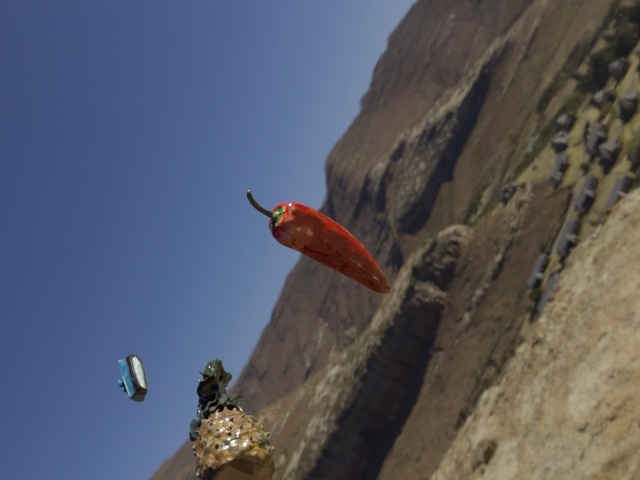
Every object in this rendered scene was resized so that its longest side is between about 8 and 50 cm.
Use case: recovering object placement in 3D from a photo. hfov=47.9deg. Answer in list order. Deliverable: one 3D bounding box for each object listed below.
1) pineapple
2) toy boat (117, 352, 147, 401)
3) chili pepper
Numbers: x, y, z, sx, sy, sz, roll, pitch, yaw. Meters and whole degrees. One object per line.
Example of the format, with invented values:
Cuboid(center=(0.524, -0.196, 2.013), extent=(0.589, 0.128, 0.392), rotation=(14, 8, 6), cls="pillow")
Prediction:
Cuboid(center=(-0.177, 0.335, 1.329), extent=(0.310, 0.141, 0.170), rotation=(-126, 21, -60), cls="pineapple")
Cuboid(center=(-0.426, 0.311, 1.620), extent=(0.061, 0.060, 0.137), rotation=(-46, 45, 12), cls="toy boat")
Cuboid(center=(0.000, 0.000, 1.076), extent=(0.071, 0.272, 0.063), rotation=(-62, 20, -10), cls="chili pepper")
